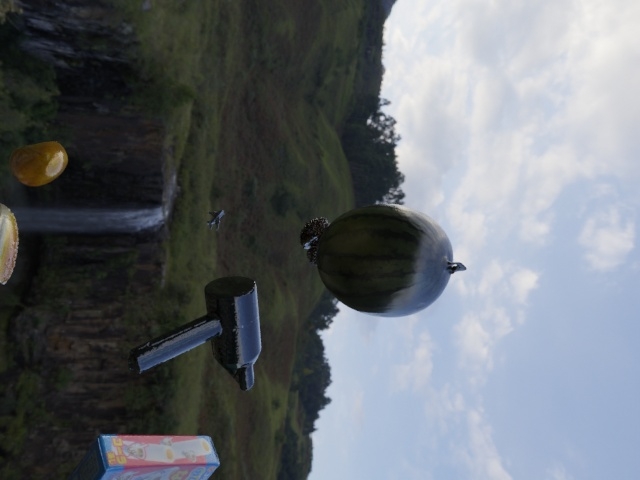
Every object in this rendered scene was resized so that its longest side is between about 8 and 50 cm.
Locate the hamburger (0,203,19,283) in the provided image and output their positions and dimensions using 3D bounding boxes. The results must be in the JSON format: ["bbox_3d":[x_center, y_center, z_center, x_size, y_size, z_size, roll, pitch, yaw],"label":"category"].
[{"bbox_3d":[-0.876,0.013,1.188,0.295,0.152,0.226,26,-88,54],"label":"hamburger"}]

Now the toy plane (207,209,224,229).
[{"bbox_3d":[-0.359,-0.076,1.566,0.083,0.031,0.078,-39,-115,18],"label":"toy plane"}]

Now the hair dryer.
[{"bbox_3d":[-0.257,0.236,0.967,0.116,0.303,0.244,15,-65,42],"label":"hair dryer"}]

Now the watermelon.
[{"bbox_3d":[0.163,0.047,1.112,0.360,0.279,0.278,2,-93,40],"label":"watermelon"}]

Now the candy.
[{"bbox_3d":[-0.415,0.554,1.092,0.157,0.306,0.100,-53,-133,11],"label":"candy"}]

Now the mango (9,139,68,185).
[{"bbox_3d":[-0.868,-0.238,1.410,0.252,0.154,0.126,9,-49,43],"label":"mango"}]

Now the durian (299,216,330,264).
[{"bbox_3d":[0.000,0.000,1.804,0.196,0.167,0.196,42,-24,23],"label":"durian"}]
